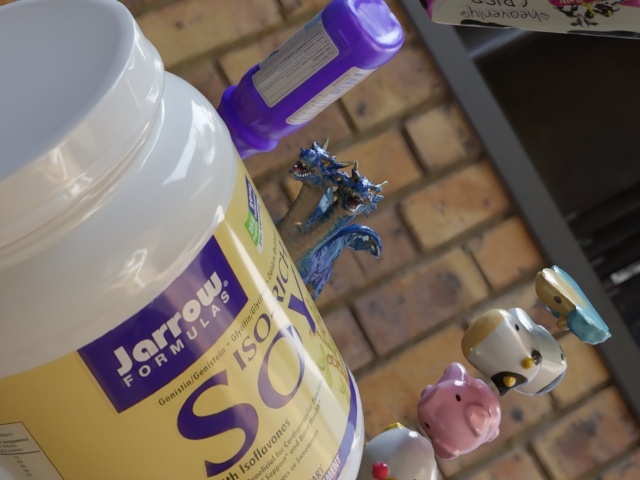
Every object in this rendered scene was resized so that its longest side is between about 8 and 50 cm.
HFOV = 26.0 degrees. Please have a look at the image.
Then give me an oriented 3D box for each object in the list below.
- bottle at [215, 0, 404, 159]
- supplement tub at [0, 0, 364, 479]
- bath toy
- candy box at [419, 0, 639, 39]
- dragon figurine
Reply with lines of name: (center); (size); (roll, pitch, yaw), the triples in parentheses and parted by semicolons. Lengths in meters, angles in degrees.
bottle: (-0.034, -0.181, 1.624); (0.283, 0.092, 0.118); (-35, 0, 32)
supplement tub: (-0.132, 0.045, 0.834); (0.241, 0.331, 0.241); (-16, 38, 13)
bath toy: (0.172, 0.186, 1.545); (0.151, 0.129, 0.348); (29, -69, -36)
candy box: (0.161, -0.215, 0.734); (0.159, 0.071, 0.233); (12, 62, 39)
dragon figurine: (0.000, 0.000, 1.227); (0.144, 0.085, 0.289); (-43, -14, -1)
